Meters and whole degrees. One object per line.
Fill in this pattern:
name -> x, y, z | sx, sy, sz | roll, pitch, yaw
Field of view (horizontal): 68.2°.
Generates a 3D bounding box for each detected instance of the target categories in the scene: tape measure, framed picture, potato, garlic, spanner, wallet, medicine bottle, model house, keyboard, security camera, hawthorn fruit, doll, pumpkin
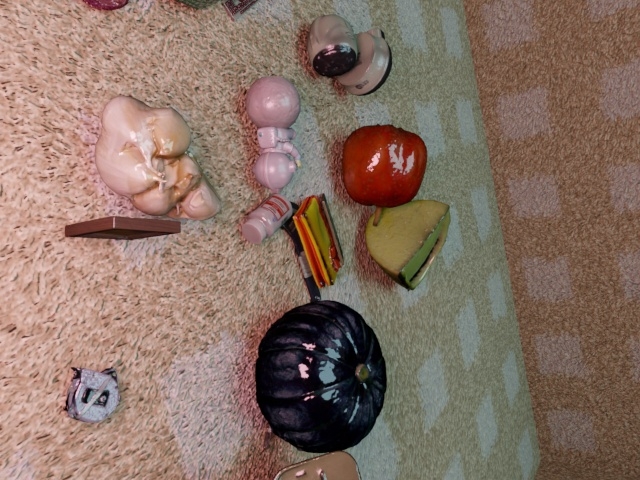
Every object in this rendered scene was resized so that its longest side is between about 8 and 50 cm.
tape measure -> -0.400, 0.271, 0.835 | 0.091, 0.054, 0.094 | 15, 71, -44
framed picture -> -0.352, -0.020, 0.843 | 0.127, 0.168, 0.023 | 3, 83, -52
potato -> 0.292, 0.017, 1.683 | 0.330, 0.212, 0.280 | -49, 151, -19
garlic -> -0.314, -0.134, 0.898 | 0.184, 0.203, 0.281 | -26, 128, -10
spanner -> -0.057, 0.042, 1.344 | 0.087, 0.024, 0.316 | -34, 113, -48
wallet -> 0.000, 0.000, 1.356 | 0.141, 0.067, 0.241 | -65, 140, -56
medicine bottle -> -0.137, -0.055, 1.203 | 0.140, 0.079, 0.079 | -49, 123, -44
model house -> -0.002, 0.634, 1.127 | 0.279, 0.204, 0.219 | 99, -22, -65
framed picture -> 0.038, -0.036, 1.425 | 0.136, 0.010, 0.201 | -85, 158, -74
keyboard -> -0.199, -0.638, 1.255 | 0.055, 0.017, 0.166 | 56, 45, -31
security camera -> 0.076, -0.584, 1.476 | 0.277, 0.197, 0.191 | 12, 66, -44
hawthorn fruit -> 0.202, -0.209, 1.541 | 0.287, 0.287, 0.331 | 2, 97, -52
doll -> -0.119, -0.265, 1.210 | 0.151, 0.150, 0.288 | 1, 87, -52
pumpkin -> 0.001, 0.336, 1.173 | 0.363, 0.266, 0.364 | 12, 74, -50

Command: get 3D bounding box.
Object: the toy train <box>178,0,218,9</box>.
toy train -> -0.300, -0.634, 1.000 | 0.266, 0.145, 0.202 | -14, 95, -62

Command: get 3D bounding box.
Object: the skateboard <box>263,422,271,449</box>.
skateboard -> -0.108, 0.499, 1.206 | 0.083, 0.032, 0.064 | 25, 75, -46

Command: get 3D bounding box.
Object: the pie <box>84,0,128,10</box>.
pie -> -0.436, -0.521, 0.914 | 0.154, 0.036, 0.155 | 10, 77, -51
